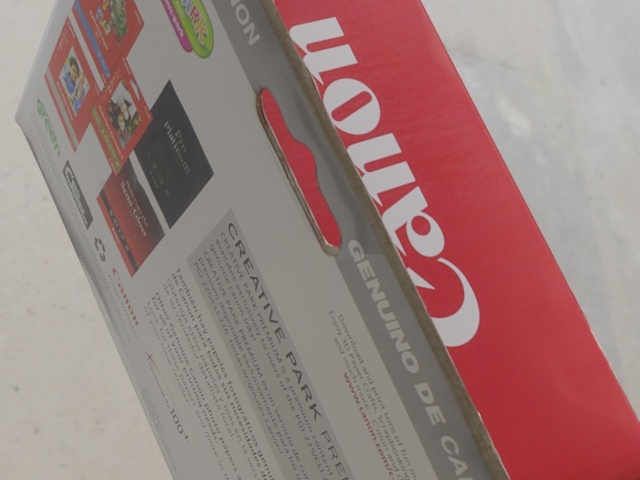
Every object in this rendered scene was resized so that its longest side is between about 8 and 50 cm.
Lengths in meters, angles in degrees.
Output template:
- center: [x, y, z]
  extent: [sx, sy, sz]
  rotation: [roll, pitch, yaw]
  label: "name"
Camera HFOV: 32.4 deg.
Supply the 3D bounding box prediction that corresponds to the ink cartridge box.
- center: [0.000, 0.000, 0.487]
  extent: [0.130, 0.272, 0.310]
  rotation: [-19, 77, -30]
  label: "ink cartridge box"
